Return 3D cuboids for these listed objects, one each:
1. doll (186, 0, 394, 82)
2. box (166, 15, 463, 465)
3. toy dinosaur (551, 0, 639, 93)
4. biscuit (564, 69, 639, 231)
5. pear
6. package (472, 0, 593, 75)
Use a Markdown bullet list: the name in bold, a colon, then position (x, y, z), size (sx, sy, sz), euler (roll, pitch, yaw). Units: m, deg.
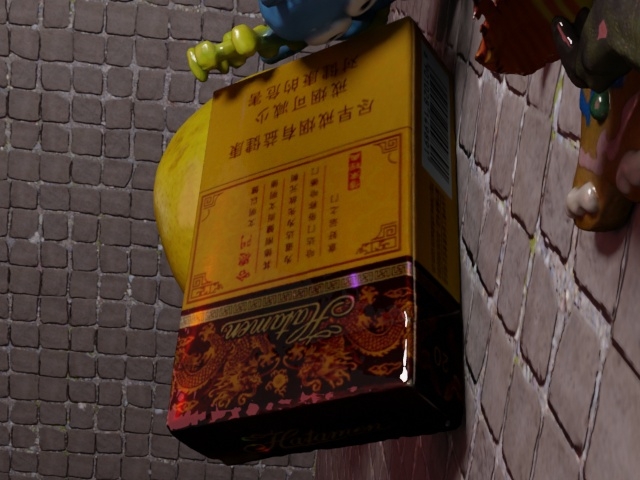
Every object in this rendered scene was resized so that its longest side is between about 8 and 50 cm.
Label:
- **doll**: position (0.033, -0.264, 1.008), size (0.341, 0.346, 0.098), euler (-21, -100, -53)
- **box**: position (0.000, 0.000, 0.947), size (0.116, 0.264, 0.415), euler (43, -140, -47)
- **toy dinosaur**: position (0.133, -0.099, 0.269), size (0.179, 0.087, 0.187), euler (121, 152, -87)
- **biscuit**: position (0.152, -0.110, 0.489), size (0.138, 0.031, 0.204), euler (107, 168, -79)
- **pear**: position (-0.050, -0.053, 1.318), size (0.418, 0.363, 0.362), euler (-43, 35, 46)
- **package**: position (0.088, -0.229, 0.366), size (0.223, 0.108, 0.288), euler (23, -104, -49)
